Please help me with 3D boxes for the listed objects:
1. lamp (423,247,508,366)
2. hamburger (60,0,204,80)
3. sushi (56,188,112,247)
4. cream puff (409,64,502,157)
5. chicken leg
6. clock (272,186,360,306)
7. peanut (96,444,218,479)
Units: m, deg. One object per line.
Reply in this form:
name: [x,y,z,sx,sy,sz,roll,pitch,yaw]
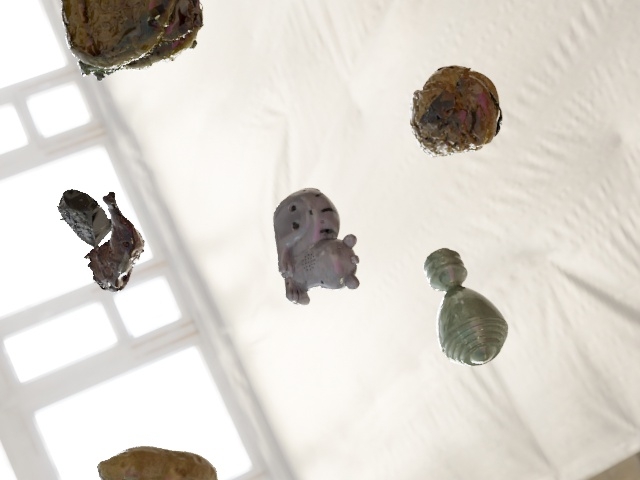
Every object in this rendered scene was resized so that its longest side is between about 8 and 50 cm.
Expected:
lamp: [0.212,0.102,1.825,0.106,0.106,0.193,93,-17,-51]
hamburger: [-0.279,-0.339,1.748,0.130,0.206,0.183,39,38,-71]
sushi: [-0.399,-0.045,2.034,0.085,0.056,0.083,28,-24,21]
cream puff: [0.175,-0.167,1.621,0.133,0.104,0.119,-38,-87,29]
chicken leg: [-0.327,0.008,1.960,0.053,0.093,0.205,-92,-159,-54]
clock: [0.000,0.000,1.795,0.080,0.117,0.176,25,53,-57]
peanut: [-0.205,0.304,1.564,0.080,0.174,0.080,-23,-120,47]
